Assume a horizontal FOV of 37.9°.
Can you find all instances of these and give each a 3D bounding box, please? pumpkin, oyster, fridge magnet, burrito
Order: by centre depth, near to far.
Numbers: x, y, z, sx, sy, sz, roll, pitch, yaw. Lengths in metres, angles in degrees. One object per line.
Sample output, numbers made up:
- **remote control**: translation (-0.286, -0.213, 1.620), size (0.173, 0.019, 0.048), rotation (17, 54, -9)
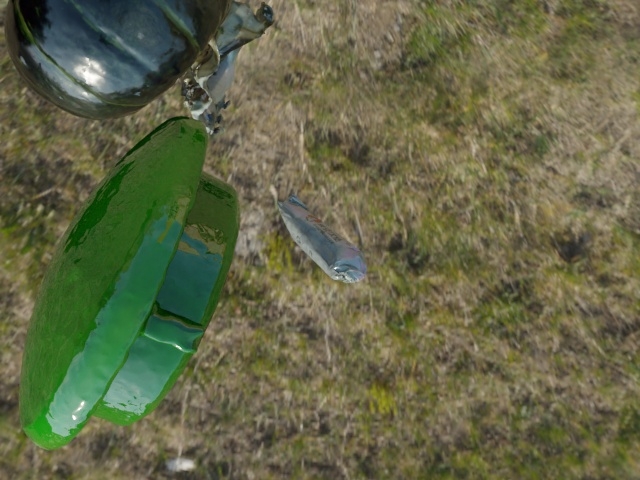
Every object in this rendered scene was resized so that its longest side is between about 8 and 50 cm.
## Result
- **fridge magnet**: translation (-0.114, 0.024, 0.549), size (0.088, 0.208, 0.208), rotation (25, 112, -19)
- **pumpkin**: translation (-0.271, -0.317, 1.264), size (0.241, 0.323, 0.323), rotation (41, 108, -17)
- **burrito**: translation (0.000, 0.001, 1.395), size (0.064, 0.203, 0.064), rotation (-20, 131, -25)
- **oyster**: translation (-0.170, -0.305, 1.559), size (0.115, 0.351, 0.238), rotation (23, 111, -13)
